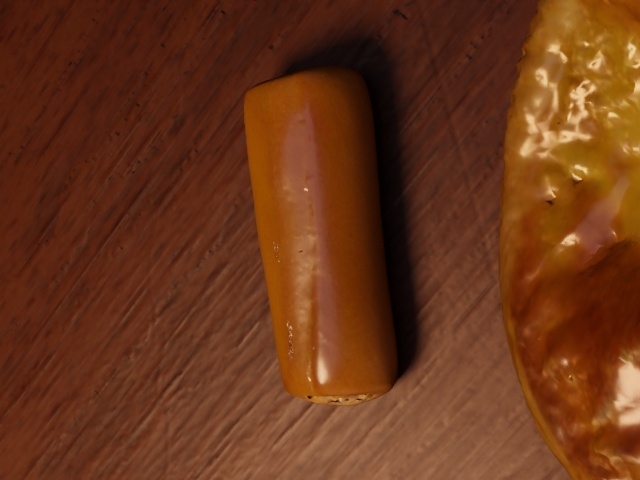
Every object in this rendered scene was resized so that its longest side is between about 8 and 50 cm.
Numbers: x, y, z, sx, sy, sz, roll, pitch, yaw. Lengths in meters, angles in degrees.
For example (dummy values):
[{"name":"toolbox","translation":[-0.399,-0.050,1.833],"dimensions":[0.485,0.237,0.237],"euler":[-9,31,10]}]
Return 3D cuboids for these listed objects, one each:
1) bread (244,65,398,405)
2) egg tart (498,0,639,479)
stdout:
[{"name":"bread","translation":[0.000,0.000,0.782],"dimensions":[0.092,0.074,0.239],"euler":[-7,91,18]},{"name":"egg tart","translation":[0.258,-0.004,0.562],"dimensions":[0.443,0.178,0.443],"euler":[26,120,60]}]
